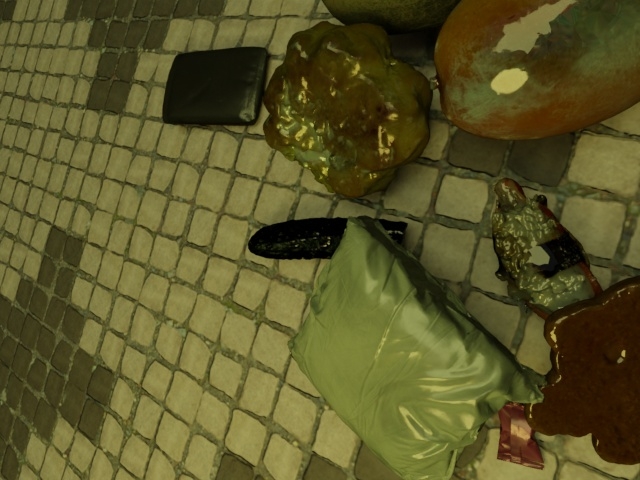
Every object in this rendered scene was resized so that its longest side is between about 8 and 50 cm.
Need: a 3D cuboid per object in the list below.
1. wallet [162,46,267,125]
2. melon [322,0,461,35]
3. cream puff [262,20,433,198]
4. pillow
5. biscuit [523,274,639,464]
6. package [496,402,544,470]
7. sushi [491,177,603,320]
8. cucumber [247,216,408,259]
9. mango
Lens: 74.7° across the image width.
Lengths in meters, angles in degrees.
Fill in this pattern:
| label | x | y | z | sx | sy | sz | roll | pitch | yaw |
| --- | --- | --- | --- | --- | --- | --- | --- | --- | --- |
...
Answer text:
| label | x | y | z | sx | sy | sz | roll | pitch | yaw |
| --- | --- | --- | --- | --- | --- | --- | --- | --- | --- |
| wallet | -0.222 | -0.321 | 0.884 | 0.245 | 0.052 | 0.169 | 8 | 86 | 25 |
| melon | 0.143 | -0.425 | 0.582 | 0.329 | 0.248 | 0.249 | -10 | 78 | 27 |
| cream puff | 0.046 | -0.202 | 0.658 | 0.282 | 0.185 | 0.282 | 19 | 132 | 23 |
| pillow | 0.094 | 0.164 | 0.566 | 0.310 | 0.138 | 0.283 | 44 | 125 | 24 |
| biscuit | 0.362 | 0.138 | 0.458 | 0.290 | 0.041 | 0.208 | -27 | 94 | 13 |
| package | 0.258 | 0.249 | 0.542 | 0.059 | 0.029 | 0.083 | 2 | 92 | 32 |
| sushi | 0.271 | 0.022 | 0.531 | 0.097 | 0.103 | 0.226 | -38 | 63 | 37 |
| cucumber | 0.000 | 0.000 | 0.695 | 0.303 | 0.072 | 0.081 | 3 | 103 | 29 |
| mango | 0.318 | -0.252 | 0.492 | 0.384 | 0.199 | 0.221 | -19 | 94 | 9 |
